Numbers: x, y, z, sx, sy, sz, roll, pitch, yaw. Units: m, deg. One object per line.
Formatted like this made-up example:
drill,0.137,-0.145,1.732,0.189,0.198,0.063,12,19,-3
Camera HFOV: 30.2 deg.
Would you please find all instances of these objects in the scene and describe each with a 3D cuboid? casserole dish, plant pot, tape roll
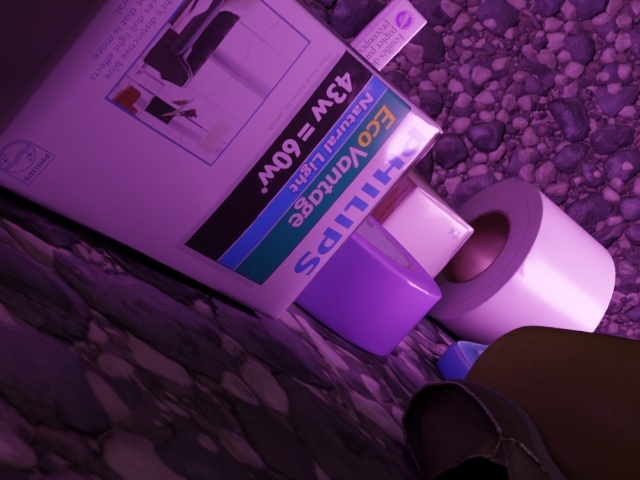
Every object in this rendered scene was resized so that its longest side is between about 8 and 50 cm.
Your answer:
casserole dish,0.207,0.165,1.395,0.114,0.037,0.188,12,16,-14
plant pot,0.257,0.191,0.983,0.293,0.274,0.275,33,0,45
tape roll,0.000,0.000,1.279,0.275,0.090,0.275,39,9,-7
tape roll,0.284,0.054,1.749,0.169,0.246,0.246,37,10,-25

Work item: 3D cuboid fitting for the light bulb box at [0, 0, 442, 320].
light bulb box,-0.152,-0.166,0.969,0.358,0.225,0.361,47,9,38

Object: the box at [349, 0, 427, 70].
box,0.026,-0.236,1.800,0.063,0.324,0.067,44,10,-6

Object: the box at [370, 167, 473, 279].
box,0.089,-0.052,1.760,0.121,0.148,0.311,36,9,-27

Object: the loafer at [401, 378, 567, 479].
loafer,0.122,0.174,0.901,0.087,0.094,0.251,24,10,-29
